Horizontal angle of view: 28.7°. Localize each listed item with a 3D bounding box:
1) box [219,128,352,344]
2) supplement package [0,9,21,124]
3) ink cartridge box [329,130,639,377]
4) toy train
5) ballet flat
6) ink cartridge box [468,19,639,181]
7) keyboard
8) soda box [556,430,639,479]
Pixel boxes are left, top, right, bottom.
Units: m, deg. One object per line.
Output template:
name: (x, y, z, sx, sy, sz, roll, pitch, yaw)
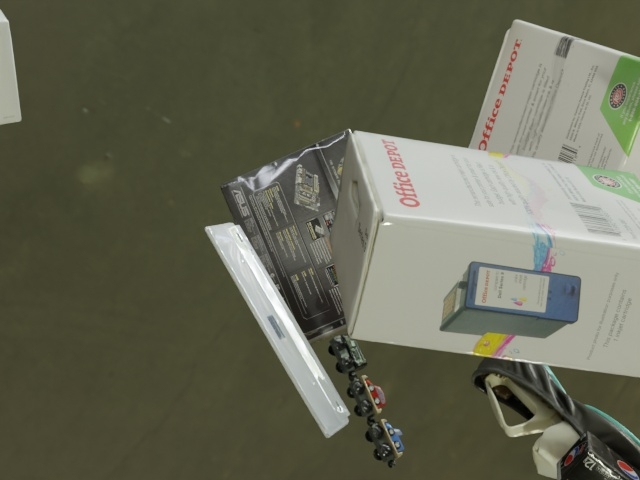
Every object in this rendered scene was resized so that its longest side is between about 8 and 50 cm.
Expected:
box: (0.000, 0.000, 1.579, 0.183, 0.231, 0.056, -24, 172, 3)
supplement package: (-0.367, -0.186, 1.231, 0.105, 0.179, 0.105, -12, 119, -19)
ink cartridge box: (0.120, 0.005, 0.829, 0.212, 0.154, 0.093, 9, 113, -10)
toy train: (0.054, 0.178, 1.401, 0.036, 0.158, 0.027, -16, 164, -30)
ballet flat: (0.269, 0.218, 1.444, 0.096, 0.280, 0.095, -27, 126, -15)
ink cartridge box: (0.325, -0.141, 1.542, 0.114, 0.273, 0.198, 9, 106, -33)
keyboard: (-0.046, 0.092, 1.342, 0.014, 0.256, 0.072, -34, 174, 24)
soda box: (0.327, 0.276, 1.305, 0.053, 0.169, 0.060, -51, 180, 17)
